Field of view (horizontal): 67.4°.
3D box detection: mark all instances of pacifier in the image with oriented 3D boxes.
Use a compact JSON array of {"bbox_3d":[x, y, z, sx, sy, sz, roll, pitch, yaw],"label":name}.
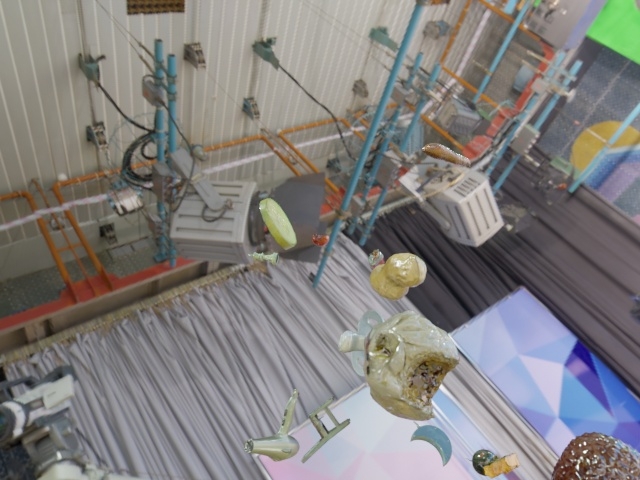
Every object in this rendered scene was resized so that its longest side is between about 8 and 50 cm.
[{"bbox_3d":[0.166,0.420,1.970,0.207,0.227,0.279,14,-88,-24],"label":"pacifier"}]

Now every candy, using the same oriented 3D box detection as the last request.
[{"bbox_3d":[0.299,0.119,2.537,0.086,0.059,0.292,-41,-27,-6],"label":"candy"}]

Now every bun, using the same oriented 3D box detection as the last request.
[{"bbox_3d":[0.216,0.321,1.283,0.205,0.281,0.281,35,-75,-22],"label":"bun"}]

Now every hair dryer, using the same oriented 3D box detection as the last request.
[{"bbox_3d":[-0.148,0.610,1.537,0.219,0.088,0.225,-2,-84,-51],"label":"hair dryer"}]

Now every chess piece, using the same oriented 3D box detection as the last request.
[{"bbox_3d":[-0.284,0.081,2.366,0.059,0.149,0.059,8,-90,-81],"label":"chess piece"}]

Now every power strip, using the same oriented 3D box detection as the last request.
[{"bbox_3d":[0.501,0.903,2.171,0.137,0.216,0.044,-38,-29,-37],"label":"power strip"}]

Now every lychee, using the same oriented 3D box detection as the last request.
[{"bbox_3d":[0.749,0.650,1.270,0.260,0.260,0.260,-32,-27,-19],"label":"lychee"}]

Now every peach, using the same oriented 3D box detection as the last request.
[{"bbox_3d":[0.001,0.000,2.633,0.098,0.061,0.098,0,-12,0],"label":"peach"}]

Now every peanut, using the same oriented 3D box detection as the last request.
[{"bbox_3d":[0.215,0.097,1.328,0.101,0.117,0.263,-24,-13,-24],"label":"peanut"}]

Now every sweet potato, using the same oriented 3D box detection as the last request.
[{"bbox_3d":[0.424,-0.275,1.570,0.214,0.050,0.050,13,-54,-27],"label":"sweet potato"}]

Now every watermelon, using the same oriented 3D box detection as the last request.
[{"bbox_3d":[0.685,0.941,2.038,0.105,0.133,0.105,-2,-90,-65],"label":"watermelon"}]

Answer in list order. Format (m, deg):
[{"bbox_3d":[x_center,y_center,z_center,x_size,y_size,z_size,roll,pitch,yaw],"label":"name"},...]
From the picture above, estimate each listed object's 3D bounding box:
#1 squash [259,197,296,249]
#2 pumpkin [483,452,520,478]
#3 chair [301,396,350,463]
[{"bbox_3d":[-0.190,-0.079,2.144,0.049,0.252,0.252,-27,-24,11],"label":"squash"},{"bbox_3d":[0.510,0.632,1.356,0.074,0.054,0.083,9,-45,-46],"label":"pumpkin"},{"bbox_3d":[-0.010,0.833,2.135,0.270,0.147,0.136,-37,-14,-6],"label":"chair"}]
